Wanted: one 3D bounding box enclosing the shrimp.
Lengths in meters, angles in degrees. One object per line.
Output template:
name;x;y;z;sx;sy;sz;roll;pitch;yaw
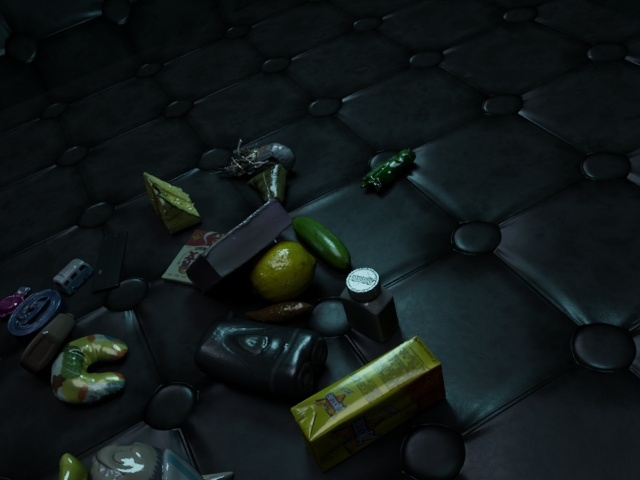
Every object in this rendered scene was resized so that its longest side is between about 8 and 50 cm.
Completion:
shrimp;-0.251;-0.290;2.365;0.343;0.145;0.116;-5;65;24

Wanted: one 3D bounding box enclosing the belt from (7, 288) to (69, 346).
belt;-0.888;0.238;2.042;0.141;0.082;0.190;19;54;26

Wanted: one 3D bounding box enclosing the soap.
soap;-0.252;0.019;1.936;0.285;0.107;0.296;-40;3;-23

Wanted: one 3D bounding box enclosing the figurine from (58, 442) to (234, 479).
figurine;-0.349;0.589;1.374;0.377;0.266;0.361;-18;48;-1

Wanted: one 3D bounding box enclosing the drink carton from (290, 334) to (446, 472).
drink carton;0.117;0.380;1.519;0.351;0.154;0.111;-27;43;-12

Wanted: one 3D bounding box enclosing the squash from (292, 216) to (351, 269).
squash;0.001;-0.002;2.016;0.082;0.082;0.292;-32;44;-16

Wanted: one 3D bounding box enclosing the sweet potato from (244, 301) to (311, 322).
sweet potato;-0.121;0.207;1.856;0.206;0.060;0.068;-8;5;11

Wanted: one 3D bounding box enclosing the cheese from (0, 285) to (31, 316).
cheese;-1.024;0.203;2.156;0.095;0.038;0.145;3;39;18

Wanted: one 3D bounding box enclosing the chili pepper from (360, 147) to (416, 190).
chili pepper;0.231;-0.237;2.212;0.224;0.061;0.098;-41;45;-18

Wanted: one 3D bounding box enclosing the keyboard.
keyboard;-0.714;0.100;2.175;0.103;0.041;0.381;-14;36;4

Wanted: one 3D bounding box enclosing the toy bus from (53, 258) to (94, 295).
toy bus;-0.825;0.115;2.158;0.060;0.075;0.123;15;51;31

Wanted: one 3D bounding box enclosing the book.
book;-0.397;0.055;2.127;0.162;0.022;0.232;8;47;25

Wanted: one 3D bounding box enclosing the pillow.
pillow;-0.657;0.365;1.845;0.214;0.086;0.233;-6;39;-4

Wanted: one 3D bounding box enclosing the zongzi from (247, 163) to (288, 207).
zongzi;-0.201;-0.161;2.279;0.178;0.081;0.189;-18;52;31

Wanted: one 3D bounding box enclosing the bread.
bread;-0.539;-0.133;2.307;0.178;0.142;0.266;9;27;-35

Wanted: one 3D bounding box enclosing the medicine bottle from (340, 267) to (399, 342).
medicine bottle;0.127;0.167;1.718;0.132;0.188;0.088;25;56;36

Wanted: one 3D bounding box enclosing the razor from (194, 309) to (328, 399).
razor;-0.158;0.303;1.719;0.349;0.113;0.204;9;47;28

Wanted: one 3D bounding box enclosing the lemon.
lemon;-0.112;0.091;1.889;0.193;0.180;0.180;-20;40;20

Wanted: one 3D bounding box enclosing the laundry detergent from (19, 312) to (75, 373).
laundry detergent;-0.809;0.302;1.927;0.171;0.076;0.237;-51;12;5
